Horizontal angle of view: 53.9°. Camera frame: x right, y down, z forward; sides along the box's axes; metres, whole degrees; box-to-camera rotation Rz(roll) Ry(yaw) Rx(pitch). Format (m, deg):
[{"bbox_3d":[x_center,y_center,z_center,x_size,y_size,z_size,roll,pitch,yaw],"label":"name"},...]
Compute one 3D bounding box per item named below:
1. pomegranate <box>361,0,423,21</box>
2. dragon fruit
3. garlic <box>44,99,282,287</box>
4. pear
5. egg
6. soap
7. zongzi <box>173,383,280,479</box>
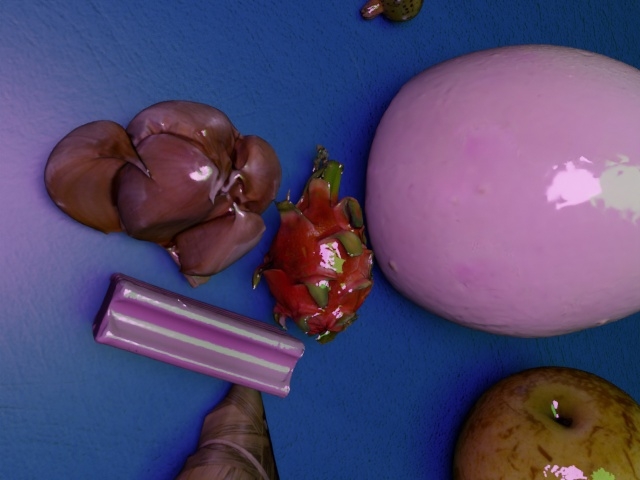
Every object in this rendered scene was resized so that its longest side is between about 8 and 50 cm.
[{"bbox_3d":[0.094,-0.322,0.818,0.084,0.073,0.073,-6,94,-13],"label":"pomegranate"},{"bbox_3d":[-0.003,0.000,0.735,0.135,0.137,0.236,3,88,8],"label":"dragon fruit"},{"bbox_3d":[-0.149,-0.068,0.646,0.214,0.191,0.160,34,51,-13],"label":"garlic"},{"bbox_3d":[0.317,0.313,0.853,0.283,0.283,0.284,-1,92,-29],"label":"pear"},{"bbox_3d":[0.281,-0.051,0.734,0.354,0.339,0.355,-8,103,-40],"label":"egg"},{"bbox_3d":[-0.130,0.098,0.663,0.203,0.122,0.066,21,84,-19],"label":"soap"},{"bbox_3d":[-0.072,0.278,0.747,0.205,0.094,0.204,55,38,-31],"label":"zongzi"}]
